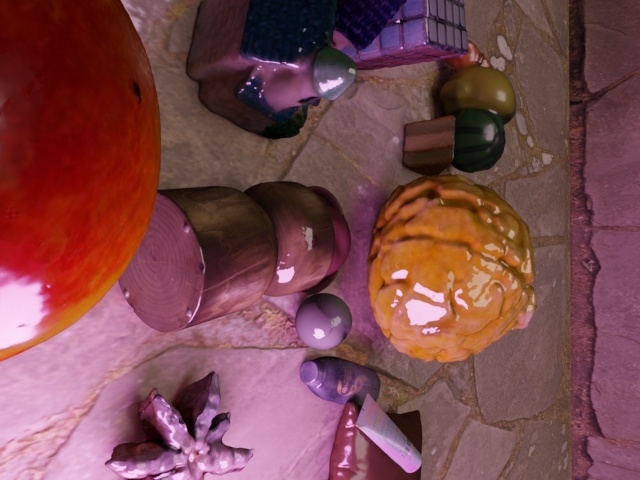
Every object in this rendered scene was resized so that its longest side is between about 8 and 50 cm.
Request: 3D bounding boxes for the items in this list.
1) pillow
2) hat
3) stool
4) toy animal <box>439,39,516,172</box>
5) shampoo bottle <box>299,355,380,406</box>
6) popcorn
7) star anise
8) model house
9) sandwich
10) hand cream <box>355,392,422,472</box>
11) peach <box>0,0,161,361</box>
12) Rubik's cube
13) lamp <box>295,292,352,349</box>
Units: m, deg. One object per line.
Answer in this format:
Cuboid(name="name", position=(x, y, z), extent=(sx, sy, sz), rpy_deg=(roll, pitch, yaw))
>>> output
Cuboid(name="pillow", position=(0.113, 0.498, 1.141), extent=(0.308, 0.108, 0.305), rpy_deg=(27, 67, -48))
Cuboid(name="hat", position=(0.000, 0.000, 1.013), extent=(0.205, 0.089, 0.205), rpy_deg=(-1, 92, -53))
Cuboid(name="stool", position=(-0.126, 0.010, 0.772), extent=(0.264, 0.179, 0.179), rpy_deg=(-11, 99, -52))
Cuboid(name="toy animal", position=(0.429, -0.355, 1.501), extent=(0.216, 0.191, 0.338), rpy_deg=(14, 79, -53))
Cuboid(name="shampoo bottle", position=(0.043, 0.281, 1.099), extent=(0.233, 0.049, 0.087), rpy_deg=(32, 68, -48))
Cuboid(name="popcorn", position=(0.267, 0.063, 1.157), extent=(0.354, 0.344, 0.390), rpy_deg=(-50, 134, -48))
Cuboid(name="star anise", position=(-0.189, 0.289, 0.756), extent=(0.236, 0.093, 0.229), rpy_deg=(37, 61, -44))
Cuboid(name="model house", position=(-0.017, -0.329, 0.846), extent=(0.243, 0.284, 0.298), rpy_deg=(20, 74, -46))
Cuboid(name="sandwich", position=(0.306, -0.227, 1.379), extent=(0.187, 0.144, 0.117), rpy_deg=(8, 86, -52))
Cuboid(name="hand cream", position=(0.134, 0.384, 1.083), extent=(0.174, 0.047, 0.076), rpy_deg=(49, 42, -18))
Cuboid(name="peach", position=(-0.300, -0.094, 0.410), extent=(0.388, 0.388, 0.388), rpy_deg=(1, 89, -53))
Cuboid(name="Rubik's cube", position=(0.134, -0.465, 1.062), extent=(0.238, 0.237, 0.237), rpy_deg=(-23, 108, -57))
Cuboid(name="lamp", position=(0.006, 0.148, 1.007), extent=(0.105, 0.105, 0.105), rpy_deg=(1, 89, -53))
